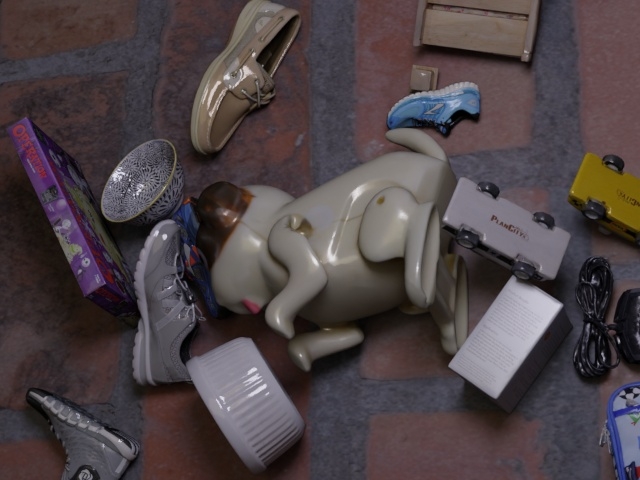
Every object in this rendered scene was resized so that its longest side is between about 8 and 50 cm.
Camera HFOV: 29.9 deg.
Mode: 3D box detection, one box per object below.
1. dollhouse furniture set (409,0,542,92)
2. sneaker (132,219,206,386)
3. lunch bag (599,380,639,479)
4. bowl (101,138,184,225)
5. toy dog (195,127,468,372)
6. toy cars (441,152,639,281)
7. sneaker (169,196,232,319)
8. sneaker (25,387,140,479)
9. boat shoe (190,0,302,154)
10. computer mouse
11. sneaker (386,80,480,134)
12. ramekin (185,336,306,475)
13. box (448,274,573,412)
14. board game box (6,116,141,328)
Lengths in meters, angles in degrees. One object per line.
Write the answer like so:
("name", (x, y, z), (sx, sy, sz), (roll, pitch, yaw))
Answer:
("dollhouse furniture set", (0.333, -0.403, 1.992), (0.303, 0.174, 0.356), (12, 103, 19))
("sneaker", (-0.238, 0.104, 1.973), (0.115, 0.105, 0.281), (5, 102, 13))
("lunch bag", (0.542, 0.286, 1.655), (0.303, 0.115, 0.243), (-10, 50, 13))
("bowl", (-0.288, -0.084, 2.063), (0.170, 0.080, 0.170), (-24, 45, 27))
("toy dog", (0.000, 0.000, 1.853), (0.407, 0.284, 0.395), (-4, 72, 19))
("toy cars", (0.359, -0.028, 1.789), (0.393, 0.087, 0.176), (-11, 75, -17))
("sneaker", (-0.201, 0.039, 2.021), (0.087, 0.083, 0.221), (-32, 62, 23))
("sneaker", (-0.421, 0.343, 1.986), (0.228, 0.086, 0.132), (26, 85, 22))
("boat shoe", (-0.128, -0.279, 2.073), (0.098, 0.109, 0.302), (19, 75, 23))
("computer mouse", (0.515, 0.116, 1.767), (0.272, 0.072, 0.189), (-2, 75, 30))
("sneaker", (0.186, -0.207, 1.971), (0.162, 0.063, 0.073), (-16, 73, 13))
("ramekin", (-0.110, 0.247, 1.855), (0.109, 0.207, 0.207), (-33, 66, -4))
("box", (0.286, 0.155, 1.790), (0.091, 0.130, 0.170), (34, 85, 25))
("board game box", (-0.406, -0.028, 2.028), (0.056, 0.208, 0.347), (-32, 67, 6))
